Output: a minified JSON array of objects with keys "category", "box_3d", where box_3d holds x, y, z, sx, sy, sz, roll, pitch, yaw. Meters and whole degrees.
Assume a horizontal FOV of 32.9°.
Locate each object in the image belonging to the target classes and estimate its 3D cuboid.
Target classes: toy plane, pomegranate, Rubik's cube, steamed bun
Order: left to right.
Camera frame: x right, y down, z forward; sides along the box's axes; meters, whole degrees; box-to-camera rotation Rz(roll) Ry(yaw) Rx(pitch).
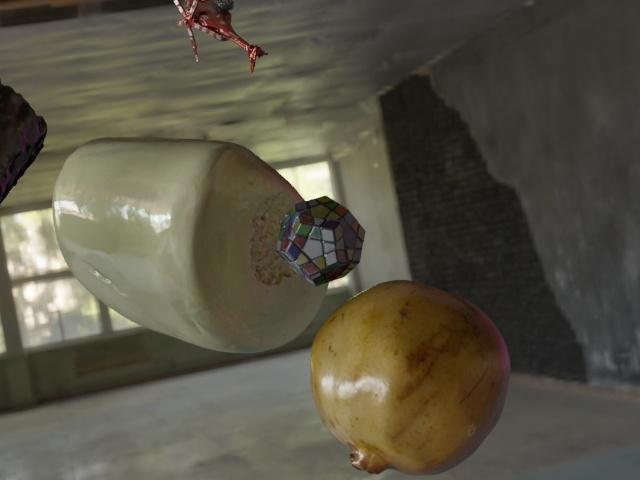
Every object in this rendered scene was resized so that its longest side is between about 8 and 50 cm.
[{"category":"steamed bun","box_3d":[-0.225,0.023,1.832,0.371,0.290,0.456,7,-22,33]},{"category":"toy plane","box_3d":[-0.150,-0.333,1.665,0.077,0.126,0.194,-25,31,-38]},{"category":"Rubik's cube","box_3d":[0.000,0.000,1.328,0.111,0.111,0.093,-10,12,14]},{"category":"pomegranate","box_3d":[0.109,0.179,1.400,0.264,0.265,0.264,-10,0,0]}]

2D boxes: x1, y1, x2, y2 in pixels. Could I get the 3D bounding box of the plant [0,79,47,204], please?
[{"category":"plant","box_3d":[-0.441,-0.040,1.174,0.321,0.194,0.181,-55,17,-22]}]
